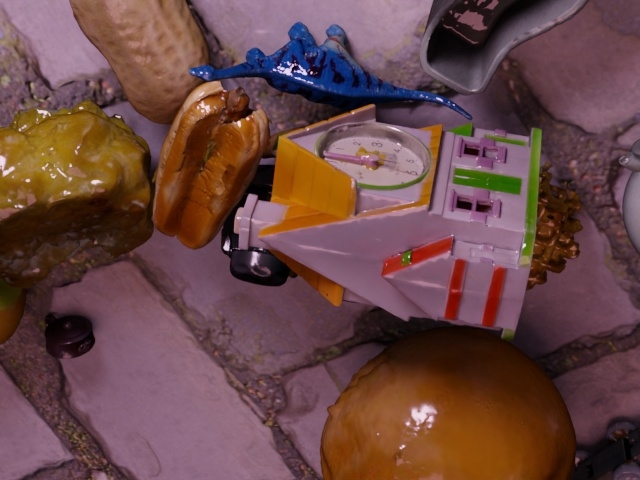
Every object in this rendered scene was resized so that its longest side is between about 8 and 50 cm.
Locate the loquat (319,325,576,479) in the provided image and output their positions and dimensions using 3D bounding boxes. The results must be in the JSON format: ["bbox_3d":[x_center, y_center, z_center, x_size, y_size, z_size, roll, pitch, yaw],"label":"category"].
[{"bbox_3d":[0.160,0.266,1.721,0.328,0.328,0.328,6,127,8],"label":"loquat"}]

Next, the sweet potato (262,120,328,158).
[{"bbox_3d":[0.011,-0.112,1.631,0.206,0.068,0.060,1,102,19],"label":"sweet potato"}]

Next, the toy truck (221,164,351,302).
[{"bbox_3d":[0.000,0.000,1.673,0.224,0.147,0.165,7,168,11],"label":"toy truck"}]

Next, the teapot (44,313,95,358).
[{"bbox_3d":[-0.345,0.126,1.885,0.100,0.068,0.045,27,132,36],"label":"teapot"}]

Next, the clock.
[{"bbox_3d":[0.072,-0.036,1.477,0.309,0.235,0.166,9,127,4],"label":"clock"}]

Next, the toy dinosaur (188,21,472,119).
[{"bbox_3d":[0.000,-0.191,1.537,0.329,0.144,0.076,8,118,-22],"label":"toy dinosaur"}]

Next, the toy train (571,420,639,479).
[{"bbox_3d":[0.407,0.322,1.848,0.127,0.089,0.219,33,126,-25],"label":"toy train"}]

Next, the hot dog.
[{"bbox_3d":[-0.132,-0.083,1.582,0.109,0.072,0.269,31,139,0],"label":"hot dog"}]

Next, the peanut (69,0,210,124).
[{"bbox_3d":[-0.197,-0.233,1.554,0.122,0.137,0.253,-37,120,-14],"label":"peanut"}]

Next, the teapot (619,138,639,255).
[{"bbox_3d":[0.439,-0.031,1.553,0.294,0.129,0.193,41,125,-18],"label":"teapot"}]

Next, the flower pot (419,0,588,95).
[{"bbox_3d":[0.201,-0.264,1.449,0.103,0.108,0.229,38,126,-16],"label":"flower pot"}]

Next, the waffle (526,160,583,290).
[{"bbox_3d":[0.214,-0.022,1.650,0.197,0.070,0.193,-33,113,28],"label":"waffle"}]

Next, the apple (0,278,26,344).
[{"bbox_3d":[-0.469,0.070,1.837,0.147,0.163,0.146,28,144,-36],"label":"apple"}]

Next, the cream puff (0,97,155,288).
[{"bbox_3d":[-0.330,-0.068,1.683,0.282,0.185,0.282,-17,157,-8],"label":"cream puff"}]
